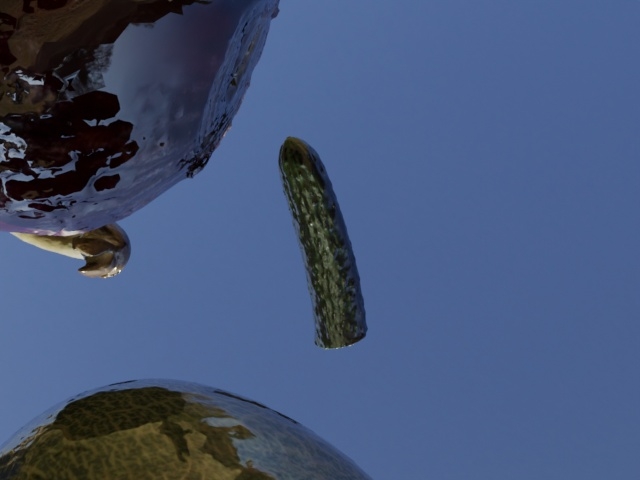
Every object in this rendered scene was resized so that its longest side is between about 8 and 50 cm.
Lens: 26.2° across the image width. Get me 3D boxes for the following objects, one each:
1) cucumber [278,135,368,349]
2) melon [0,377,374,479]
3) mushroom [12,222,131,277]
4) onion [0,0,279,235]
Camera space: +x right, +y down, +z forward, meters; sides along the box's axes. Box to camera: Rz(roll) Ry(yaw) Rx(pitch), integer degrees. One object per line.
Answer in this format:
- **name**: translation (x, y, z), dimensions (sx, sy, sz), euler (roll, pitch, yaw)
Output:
- **cucumber**: translation (0.000, 0.000, 1.320), dimensions (0.058, 0.214, 0.052), euler (-13, -162, 2)
- **melon**: translation (-0.072, 0.220, 0.837), dimensions (0.248, 0.329, 0.248), euler (-29, -134, 35)
- **mushroom**: translation (-0.271, -0.015, 1.343), dimensions (0.187, 0.061, 0.060), euler (21, -86, 13)
- **onion**: translation (-0.181, -0.139, 0.967), dimensions (0.336, 0.282, 0.260), euler (-86, -166, -58)
